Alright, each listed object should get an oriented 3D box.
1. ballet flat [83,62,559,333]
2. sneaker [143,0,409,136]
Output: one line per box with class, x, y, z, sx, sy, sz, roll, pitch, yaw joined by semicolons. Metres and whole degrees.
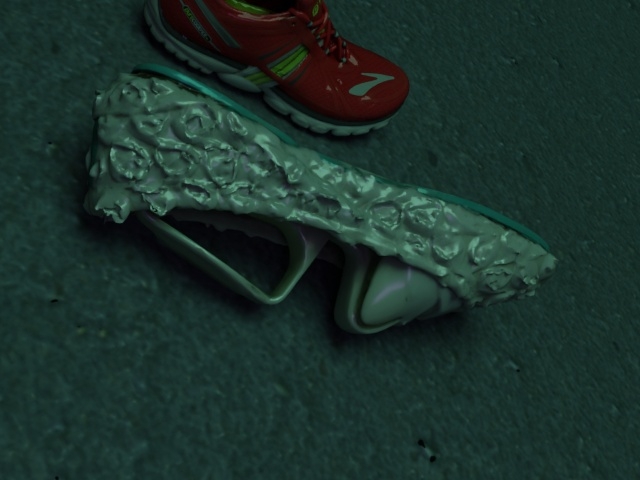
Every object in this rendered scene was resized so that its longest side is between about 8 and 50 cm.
ballet flat;0.000;0.000;0.719;0.409;0.147;0.147;22;47;-20
sneaker;-0.021;-0.186;0.830;0.279;0.118;0.107;17;49;-28
